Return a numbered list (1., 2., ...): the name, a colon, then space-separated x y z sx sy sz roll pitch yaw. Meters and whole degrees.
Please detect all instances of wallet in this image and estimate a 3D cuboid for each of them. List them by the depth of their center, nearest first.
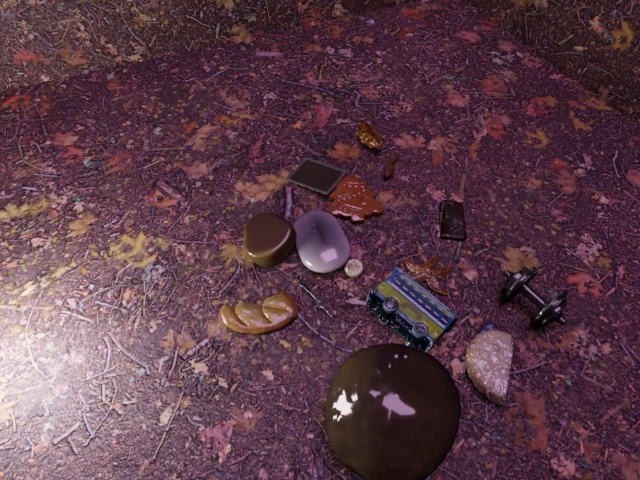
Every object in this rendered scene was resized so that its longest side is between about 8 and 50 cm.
1. wallet: 0.628 -0.100 2.055 0.122 0.031 0.232 8 54 1

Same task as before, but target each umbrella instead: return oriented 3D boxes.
1. umbrella: -0.034 0.234 1.777 0.269 0.044 0.044 39 98 31

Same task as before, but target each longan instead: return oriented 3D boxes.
1. longan: 0.221 0.523 1.357 0.404 0.404 0.436 31 61 19

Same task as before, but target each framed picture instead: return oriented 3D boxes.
1. framed picture: -0.019 -0.327 2.183 0.252 0.014 0.197 23 56 23

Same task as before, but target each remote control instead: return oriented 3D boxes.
1. remote control: 0.000 0.000 1.903 0.221 0.103 0.332 -19 57 -8

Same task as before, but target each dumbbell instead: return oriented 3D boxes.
1. dumbbell: 0.854 0.225 1.725 0.192 0.192 0.290 -30 60 -23

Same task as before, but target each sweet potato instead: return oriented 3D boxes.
1. sweet potato: 0.370 -0.393 2.252 0.050 0.050 0.214 18 51 11

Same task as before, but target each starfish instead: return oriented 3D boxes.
1. starfish: 0.466 0.142 1.862 0.227 0.043 0.240 -30 63 -21

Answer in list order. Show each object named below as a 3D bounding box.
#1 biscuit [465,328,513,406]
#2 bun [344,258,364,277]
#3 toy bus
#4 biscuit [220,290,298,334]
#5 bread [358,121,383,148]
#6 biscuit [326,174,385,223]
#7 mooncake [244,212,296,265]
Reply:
1. biscuit: 0.630 0.457 1.608 0.179 0.084 0.281 14 55 7
2. bun: 0.143 0.120 1.852 0.086 0.055 0.086 1 77 -2
3. toy bus: 0.348 0.277 1.687 0.190 0.152 0.312 -38 64 -25
4. biscuit: -0.237 0.295 1.711 0.299 0.045 0.154 -13 56 -11
5. bread: 0.266 -0.557 2.349 0.105 0.076 0.233 -7 46 -23
6. biscuit: 0.157 -0.210 2.105 0.284 0.043 0.306 -5 54 -6
7. mooncake: -0.217 -0.010 1.879 0.235 0.117 0.234 -6 56 9
